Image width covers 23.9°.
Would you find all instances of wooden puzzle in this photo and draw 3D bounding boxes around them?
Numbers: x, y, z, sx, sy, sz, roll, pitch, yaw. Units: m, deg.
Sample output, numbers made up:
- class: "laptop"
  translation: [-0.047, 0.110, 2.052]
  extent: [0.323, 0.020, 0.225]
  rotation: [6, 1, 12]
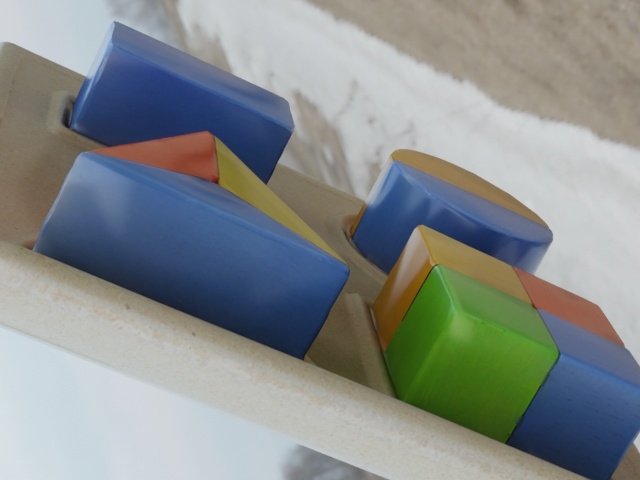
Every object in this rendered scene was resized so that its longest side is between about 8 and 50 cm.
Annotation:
- class: "wooden puzzle"
  translation: [0.000, 0.000, 0.669]
  extent: [0.322, 0.080, 0.348]
  rotation: [23, -167, -14]
